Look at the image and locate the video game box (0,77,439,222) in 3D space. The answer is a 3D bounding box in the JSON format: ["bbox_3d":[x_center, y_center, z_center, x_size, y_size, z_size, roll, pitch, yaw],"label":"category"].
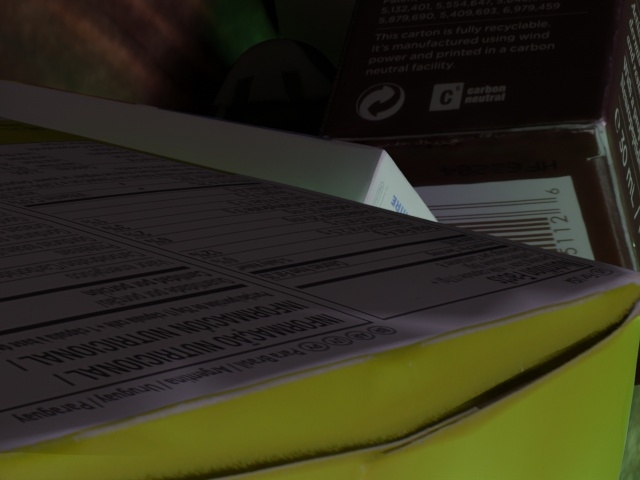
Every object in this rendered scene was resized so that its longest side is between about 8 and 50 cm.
[{"bbox_3d":[-0.032,0.005,0.839,0.048,0.205,0.187,-66,148,-19],"label":"video game box"}]

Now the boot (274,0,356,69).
[{"bbox_3d":[0.015,-0.160,0.979,0.086,0.069,0.190,-52,140,-30],"label":"boot"}]

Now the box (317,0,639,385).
[{"bbox_3d":[0.121,-0.127,1.002,0.191,0.143,0.381,66,28,-45],"label":"box"}]

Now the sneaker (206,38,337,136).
[{"bbox_3d":[0.000,0.000,1.024,0.106,0.101,0.267,-74,157,-51],"label":"sneaker"}]

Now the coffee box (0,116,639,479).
[{"bbox_3d":[-0.132,0.154,0.607,0.338,0.334,0.337,-10,110,-57],"label":"coffee box"}]
